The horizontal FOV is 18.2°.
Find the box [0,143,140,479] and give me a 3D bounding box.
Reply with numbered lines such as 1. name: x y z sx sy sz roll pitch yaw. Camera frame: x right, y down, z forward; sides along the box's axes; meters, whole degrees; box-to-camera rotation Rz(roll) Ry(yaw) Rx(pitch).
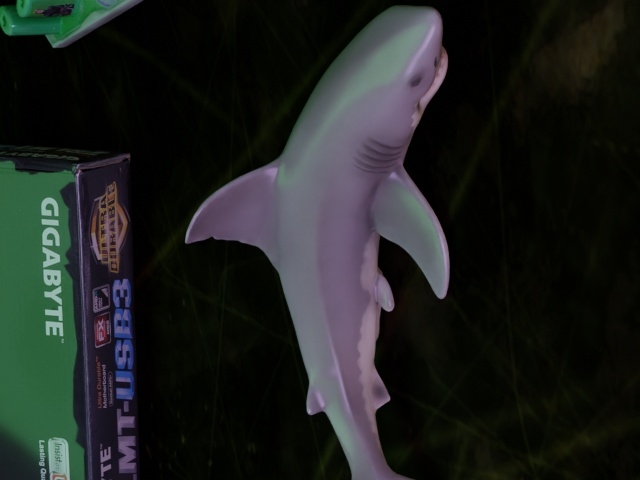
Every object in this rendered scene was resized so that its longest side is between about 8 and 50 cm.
1. box: -0.265 0.077 1.394 0.293 0.073 0.295 6 104 29

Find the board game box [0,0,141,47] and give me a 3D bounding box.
1. board game box: -0.148 -0.347 1.255 0.390 0.050 0.390 -14 83 63

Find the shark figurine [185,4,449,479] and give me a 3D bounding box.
1. shark figurine: -0.008 0.021 0.990 0.166 0.116 0.278 19 111 63
